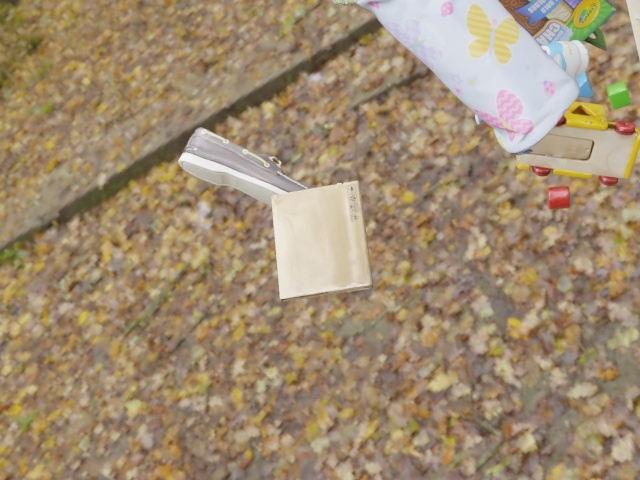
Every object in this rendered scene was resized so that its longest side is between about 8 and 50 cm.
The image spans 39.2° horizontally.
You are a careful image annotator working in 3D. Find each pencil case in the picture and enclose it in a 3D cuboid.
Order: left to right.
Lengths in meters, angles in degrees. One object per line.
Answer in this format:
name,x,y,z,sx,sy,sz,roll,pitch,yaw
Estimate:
pencil case,0.167,-0.223,1.018,0.113,0.273,0.124,-50,15,-9

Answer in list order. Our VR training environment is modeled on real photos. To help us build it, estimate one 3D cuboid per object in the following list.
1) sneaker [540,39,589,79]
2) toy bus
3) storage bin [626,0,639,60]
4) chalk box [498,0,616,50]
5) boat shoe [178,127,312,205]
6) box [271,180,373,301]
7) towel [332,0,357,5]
sneaker,0.392,-0.258,1.623,0.092,0.228,0.087,-6,42,-28
toy bus,0.387,-0.154,1.327,0.191,0.202,0.104,-31,26,28
storage bin,0.668,-0.359,1.484,0.262,0.260,0.123,-20,17,-2
chalk box,0.411,-0.444,1.656,0.179,0.289,0.180,-41,22,31
boat shoe,-0.142,-0.149,1.963,0.116,0.324,0.096,104,-173,-73
box,0.000,0.000,1.591,0.164,0.021,0.201,-10,68,9
towel,0.098,-0.328,1.176,0.148,0.027,0.110,-14,17,-20
